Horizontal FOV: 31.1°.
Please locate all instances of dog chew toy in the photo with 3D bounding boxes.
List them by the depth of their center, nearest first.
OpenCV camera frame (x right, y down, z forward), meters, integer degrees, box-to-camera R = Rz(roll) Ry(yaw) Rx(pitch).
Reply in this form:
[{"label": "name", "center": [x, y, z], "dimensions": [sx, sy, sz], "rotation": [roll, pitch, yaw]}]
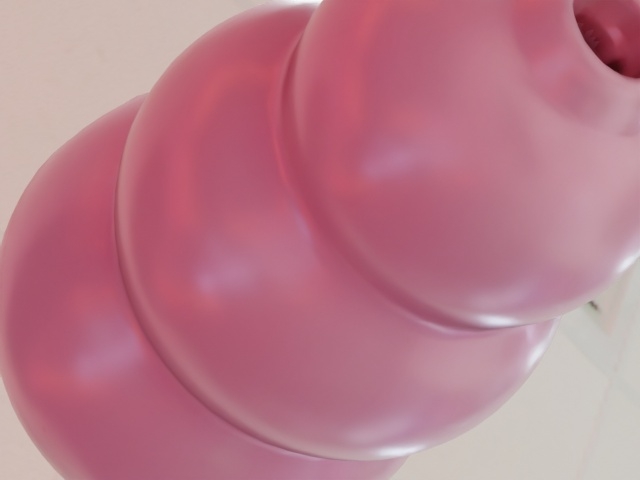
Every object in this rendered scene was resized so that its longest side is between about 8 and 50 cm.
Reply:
[{"label": "dog chew toy", "center": [0.000, 0.000, 0.450], "dimensions": [0.207, 0.332, 0.206], "rotation": [14, -118, -26]}]
